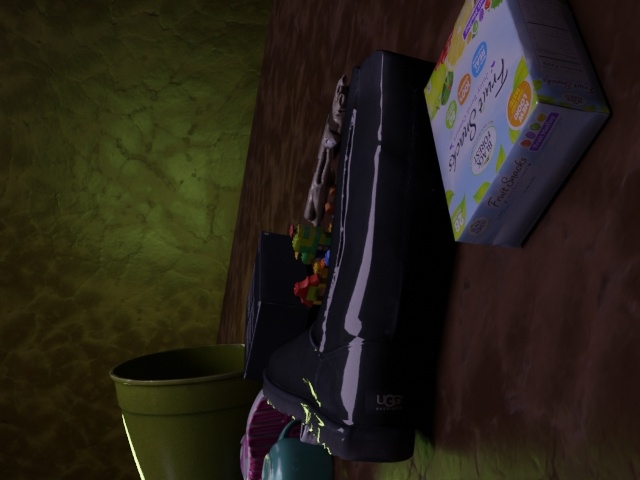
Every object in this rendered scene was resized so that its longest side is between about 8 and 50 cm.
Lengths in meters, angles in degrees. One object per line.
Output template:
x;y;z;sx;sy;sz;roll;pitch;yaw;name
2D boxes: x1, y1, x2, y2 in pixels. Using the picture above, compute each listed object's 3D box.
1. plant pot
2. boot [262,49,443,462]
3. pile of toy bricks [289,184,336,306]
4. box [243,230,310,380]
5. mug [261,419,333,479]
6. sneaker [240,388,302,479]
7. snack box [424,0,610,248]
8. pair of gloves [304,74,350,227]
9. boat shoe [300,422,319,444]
-0.245;0.427;1.797;0.366;0.366;0.353;-167;72;-78;plant pot
0.038;0.007;1.071;0.367;0.146;0.446;-169;81;-68;boot
0.000;0.000;1.357;0.118;0.105;0.212;-99;20;-50;pile of toy bricks
-0.088;0.127;1.673;0.261;0.103;0.184;-96;14;-59;box
-0.044;0.379;1.380;0.158;0.097;0.130;-110;29;-63;mug
-0.097;0.356;1.499;0.111;0.102;0.252;-129;48;-66;sneaker
0.164;-0.127;0.761;0.174;0.070;0.207;111;159;-48;snack box
0.017;-0.148;1.458;0.204;0.042;0.240;109;174;-63;pair of gloves
-0.007;0.238;1.367;0.066;0.063;0.184;133;141;-70;boat shoe
